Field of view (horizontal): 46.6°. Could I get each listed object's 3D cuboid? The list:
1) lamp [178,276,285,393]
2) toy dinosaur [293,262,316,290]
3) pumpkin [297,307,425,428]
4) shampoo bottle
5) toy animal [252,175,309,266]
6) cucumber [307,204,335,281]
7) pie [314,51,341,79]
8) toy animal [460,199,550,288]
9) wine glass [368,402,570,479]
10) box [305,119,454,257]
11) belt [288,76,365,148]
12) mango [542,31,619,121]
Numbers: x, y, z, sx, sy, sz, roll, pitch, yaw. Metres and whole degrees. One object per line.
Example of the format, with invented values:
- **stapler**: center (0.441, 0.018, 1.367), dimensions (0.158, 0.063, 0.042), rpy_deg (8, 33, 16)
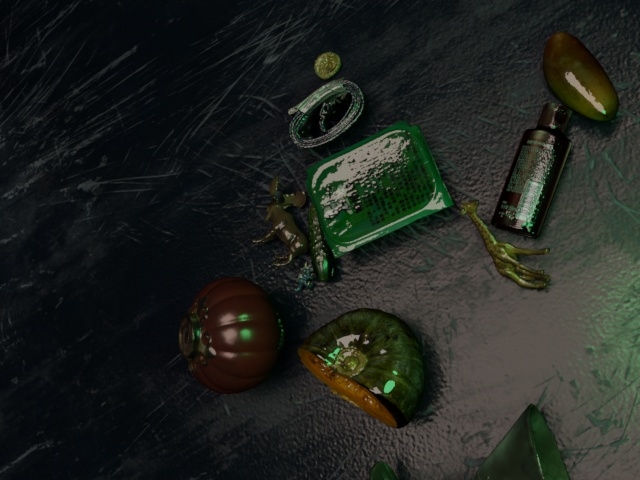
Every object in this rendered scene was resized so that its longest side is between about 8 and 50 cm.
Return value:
- **lamp**: center (-0.230, 0.245, 1.925), dimensions (0.303, 0.257, 0.303), rpy_deg (-10, 78, 58)
- **toy dinosaur**: center (-0.041, 0.101, 2.006), dimensions (0.047, 0.030, 0.083), rpy_deg (21, 87, 25)
- **pumpkin**: center (0.133, 0.298, 1.826), dimensions (0.325, 0.242, 0.232), rpy_deg (33, 63, 28)
- **shampoo bottle**: center (0.525, -0.172, 1.810), dimensions (0.129, 0.084, 0.322), rpy_deg (17, 85, 34)
- **toy animal**: center (-0.100, -0.050, 2.036), dimensions (0.186, 0.094, 0.214), rpy_deg (-46, 75, 13)
- **cucumber**: center (0.000, 0.000, 1.992), dimensions (0.069, 0.069, 0.227), rpy_deg (-14, 73, 19)
- **pie**: center (0.020, -0.497, 2.105), dimensions (0.084, 0.021, 0.084), rpy_deg (-5, 79, 25)
- **toy animal**: center (0.439, 0.015, 1.783), dimensions (0.275, 0.149, 0.054), rpy_deg (40, 57, 18)
- **wine glass**: center (0.331, 0.551, 1.658), dimensions (0.406, 0.267, 0.267), rpy_deg (-24, 72, 20)
- **box**: center (0.152, -0.128, 1.935), dimensions (0.337, 0.106, 0.264), rpy_deg (-25, 71, 16)
- **belt**: center (0.019, -0.343, 2.022), dimensions (0.230, 0.126, 0.139), rpy_deg (-37, 92, 10)
- **mango**: center (0.619, -0.388, 1.792), dimensions (0.133, 0.111, 0.267), rpy_deg (-14, 64, -25)
